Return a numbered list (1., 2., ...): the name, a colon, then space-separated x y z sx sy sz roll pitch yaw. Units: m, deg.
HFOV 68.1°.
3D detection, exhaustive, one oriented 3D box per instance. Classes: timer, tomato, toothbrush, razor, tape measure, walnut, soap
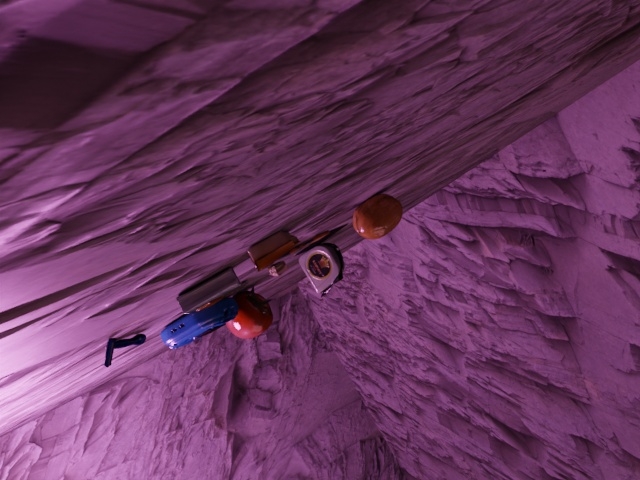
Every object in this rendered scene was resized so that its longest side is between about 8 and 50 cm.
1. timer: -0.544 0.377 2.170 0.309 0.115 0.340 -31 173 12
2. tomato: -0.371 0.382 2.438 0.224 0.256 0.255 -49 167 22
3. toothbrush: -0.102 0.038 1.930 0.320 0.023 0.031 -29 -179 -6
4. razor: -0.704 0.370 1.693 0.056 0.093 0.324 10 177 0
5. tape measure: 0.031 0.132 2.291 0.207 0.235 0.115 -32 176 24
6. walnut: 0.218 -0.091 1.790 0.206 0.159 0.159 -35 176 -23
7. soap: -0.358 0.163 1.532 0.198 0.063 0.114 -29 176 -10

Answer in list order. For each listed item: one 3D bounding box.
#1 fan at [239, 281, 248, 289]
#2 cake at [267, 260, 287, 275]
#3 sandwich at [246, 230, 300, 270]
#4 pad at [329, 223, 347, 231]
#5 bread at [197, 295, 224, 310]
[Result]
1. fan: -0.432 0.250 2.156 0.182 0.010 0.310 -21 170 -36
2. cake: -0.194 0.125 1.970 0.055 0.051 0.140 -34 -172 -37
3. sandwich: -0.142 0.028 1.473 0.162 0.058 0.193 -30 172 -10
4. pad: 0.000 0.000 2.197 0.267 0.004 0.181 -34 173 39
5. bread: -0.452 0.246 1.916 0.090 0.035 0.094 -33 174 32
